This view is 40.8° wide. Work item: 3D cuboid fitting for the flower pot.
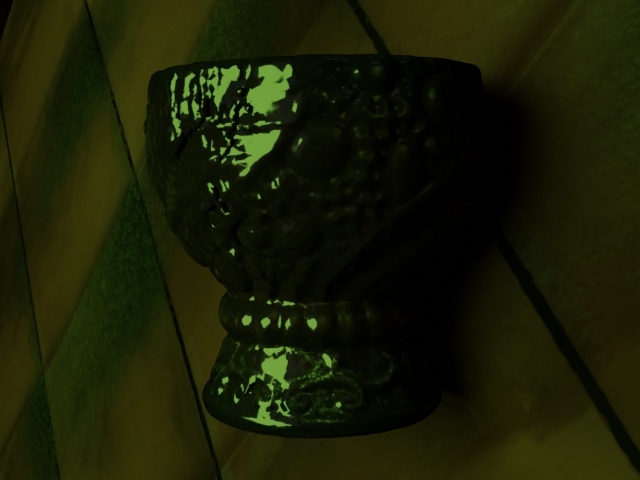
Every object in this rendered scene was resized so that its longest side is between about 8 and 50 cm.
[{"bbox_3d":[0.000,0.000,0.679,0.266,0.266,0.267,7,102,56],"label":"flower pot"}]
